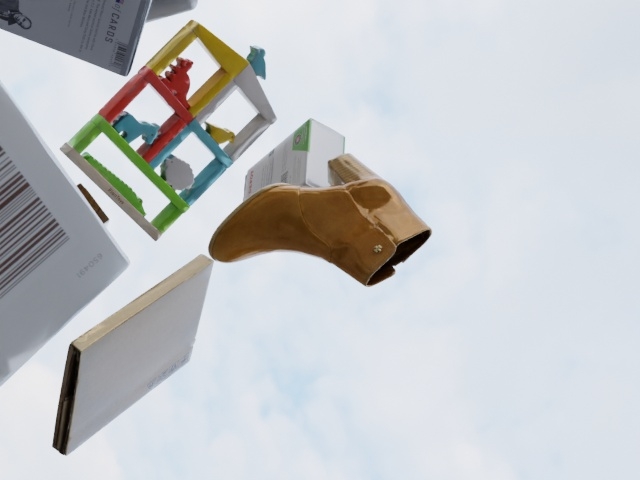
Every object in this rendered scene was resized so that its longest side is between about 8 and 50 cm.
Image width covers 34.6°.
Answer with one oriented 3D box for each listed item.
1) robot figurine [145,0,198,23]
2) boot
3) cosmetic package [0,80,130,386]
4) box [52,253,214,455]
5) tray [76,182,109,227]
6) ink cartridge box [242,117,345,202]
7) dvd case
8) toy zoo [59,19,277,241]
[{"bbox_3d":[-0.311,-0.495,1.698,0.354,0.199,0.299,-8,-49,17],"label":"robot figurine"},{"bbox_3d":[0.001,0.000,1.539,0.211,0.295,0.104,50,-16,32],"label":"boot"},{"bbox_3d":[-0.388,-0.060,0.893,0.453,0.161,0.230,19,-33,47],"label":"cosmetic package"},{"bbox_3d":[-0.194,0.117,1.080,0.021,0.201,0.164,34,-49,18],"label":"box"},{"bbox_3d":[-0.442,0.031,1.596,0.076,0.203,0.411,53,-17,-3],"label":"tray"},{"bbox_3d":[-0.055,-0.109,1.997,0.219,0.093,0.160,-34,-139,44],"label":"ink cartridge box"},{"bbox_3d":[-0.314,-0.315,1.203,0.239,0.029,0.179,20,-62,-6],"label":"dvd case"},{"bbox_3d":[-0.185,-0.163,1.402,0.192,0.293,0.030,48,-8,-38],"label":"toy zoo"}]
